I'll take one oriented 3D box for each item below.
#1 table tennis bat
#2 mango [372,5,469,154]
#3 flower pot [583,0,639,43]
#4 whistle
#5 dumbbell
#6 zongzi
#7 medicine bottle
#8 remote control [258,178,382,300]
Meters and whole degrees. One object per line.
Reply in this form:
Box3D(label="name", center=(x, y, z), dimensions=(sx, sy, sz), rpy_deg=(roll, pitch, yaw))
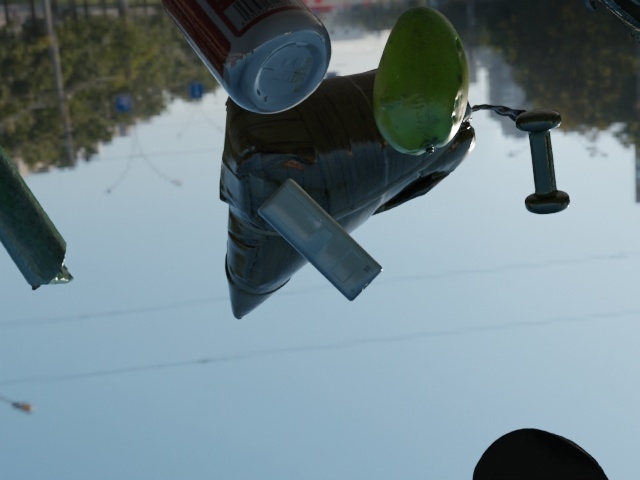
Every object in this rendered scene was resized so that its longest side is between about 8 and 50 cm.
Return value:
Box3D(label="table tennis bat", center=(0.355, 0.383, 1.613), dimensions=(0.301, 0.173, 0.022), rpy_deg=(32, 168, 20))
Box3D(label="mango", center=(0.113, -0.188, 1.342), dimensions=(0.119, 0.178, 0.100), rpy_deg=(-3, 170, 35))
Box3D(label="flower pot", center=(0.317, -0.294, 0.793), dimensions=(0.290, 0.290, 0.259), rpy_deg=(-10, 176, -27))
Box3D(label="whistle", center=(-0.224, -0.047, 0.763), dimensions=(0.039, 0.186, 0.039), rpy_deg=(-34, 172, -5))
Box3D(label="dumbbell", center=(0.250, -0.089, 1.294), dimensions=(0.052, 0.118, 0.046), rpy_deg=(-6, -164, 9))
Box3D(label="zongzi", center=(0.069, -0.086, 1.947), dimensions=(0.500, 0.467, 0.218), rpy_deg=(-14, -125, -16))
Box3D(label="medicine bottle", center=(-0.098, -0.262, 1.309), dimensions=(0.131, 0.131, 0.250), rpy_deg=(-11, -131, -33))
Box3D(label="remote control", center=(0.000, 0.000, 1.399), dimensions=(0.061, 0.162, 0.029), rpy_deg=(-46, -178, 4))
